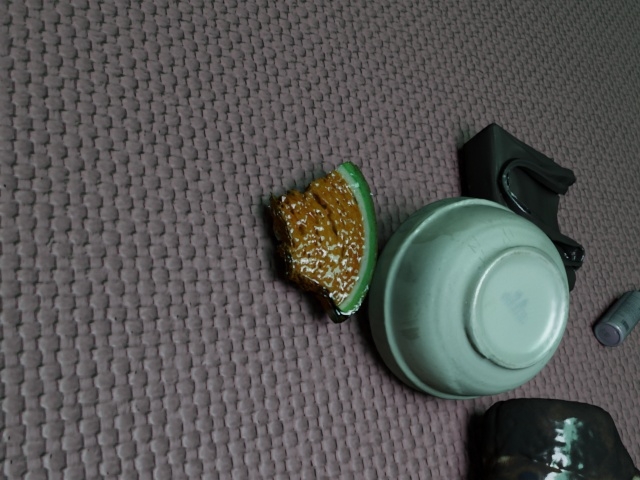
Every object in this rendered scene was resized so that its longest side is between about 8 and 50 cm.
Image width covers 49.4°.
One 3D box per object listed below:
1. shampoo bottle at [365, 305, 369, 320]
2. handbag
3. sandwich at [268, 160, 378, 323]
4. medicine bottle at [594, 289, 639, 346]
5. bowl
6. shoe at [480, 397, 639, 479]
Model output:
[{"bbox_3d":[0.141,0.099,1.073,0.165,0.040,0.079,-7,77,-38],"label":"shampoo bottle"},{"bbox_3d":[0.376,-0.051,1.260,0.257,0.113,0.285,15,63,-37],"label":"handbag"},{"bbox_3d":[0.007,0.008,1.001,0.159,0.079,0.235,-6,71,-26],"label":"sandwich"},{"bbox_3d":[0.607,0.138,1.371,0.199,0.058,0.057,-32,91,-39],"label":"medicine bottle"},{"bbox_3d":[0.234,0.089,1.000,0.307,0.163,0.307,-1,93,-25],"label":"bowl"},{"bbox_3d":[0.406,0.376,1.060,0.384,0.171,0.237,24,63,-16],"label":"shoe"}]
